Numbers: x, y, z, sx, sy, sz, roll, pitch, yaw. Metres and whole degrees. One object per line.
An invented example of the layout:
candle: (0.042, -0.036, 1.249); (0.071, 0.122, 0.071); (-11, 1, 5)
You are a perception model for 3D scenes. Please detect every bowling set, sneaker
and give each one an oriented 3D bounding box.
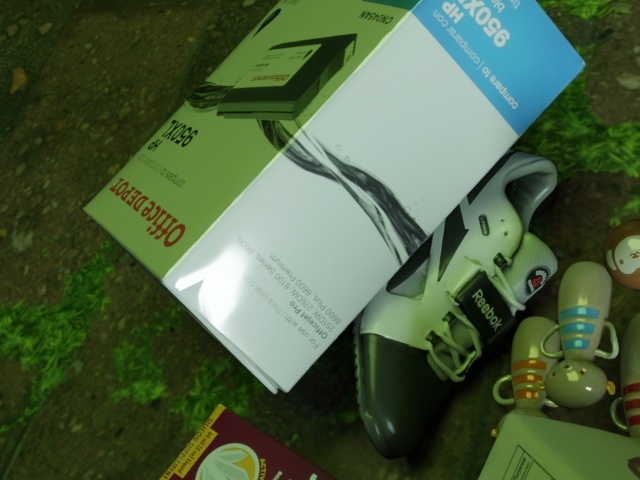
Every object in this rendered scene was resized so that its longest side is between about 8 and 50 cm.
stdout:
bowling set: (0.243, 0.094, 1.030); (0.287, 0.200, 0.154); (-6, 54, 30)
sneaker: (0.130, 0.042, 1.173); (0.146, 0.122, 0.330); (0, 56, 31)

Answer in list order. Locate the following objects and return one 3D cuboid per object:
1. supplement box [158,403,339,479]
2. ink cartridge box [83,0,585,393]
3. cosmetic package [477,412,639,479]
supplement box: (-0.043, 0.237, 1.144); (0.188, 0.081, 0.104); (26, 70, 39)
ink cartridge box: (-0.001, -0.090, 1.201); (0.395, 0.166, 0.285); (-48, 26, -6)
cosmetic package: (0.216, 0.252, 0.870); (0.296, 0.129, 0.153); (46, 119, 61)
